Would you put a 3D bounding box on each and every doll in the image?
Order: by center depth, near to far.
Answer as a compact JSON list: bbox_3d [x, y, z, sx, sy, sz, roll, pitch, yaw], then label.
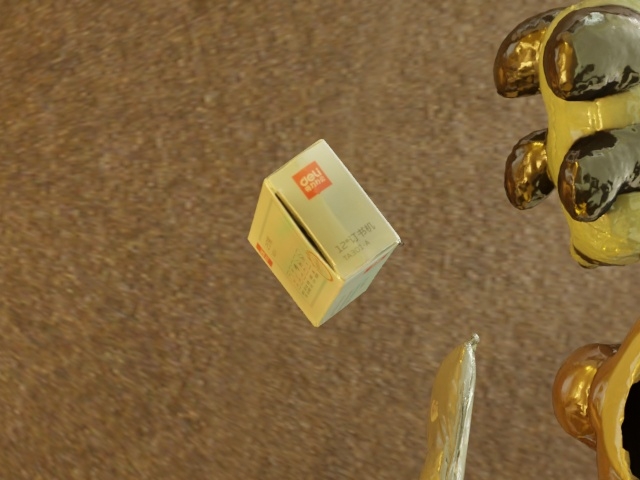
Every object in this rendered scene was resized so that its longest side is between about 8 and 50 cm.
[{"bbox_3d":[0.225,-0.086,1.254,0.135,0.143,0.234,-7,101,-15],"label":"doll"}]

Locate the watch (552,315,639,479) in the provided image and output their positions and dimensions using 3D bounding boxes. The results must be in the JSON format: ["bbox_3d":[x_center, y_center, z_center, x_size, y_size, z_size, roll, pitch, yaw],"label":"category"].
[{"bbox_3d":[0.387,0.134,1.067,0.326,0.314,0.335,14,117,-36],"label":"watch"}]

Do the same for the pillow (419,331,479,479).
[{"bbox_3d":[0.152,0.254,1.897,0.059,0.169,0.255,7,65,5],"label":"pillow"}]

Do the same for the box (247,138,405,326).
[{"bbox_3d":[0.000,0.000,1.625,0.079,0.269,0.135,-37,83,-13],"label":"box"}]
